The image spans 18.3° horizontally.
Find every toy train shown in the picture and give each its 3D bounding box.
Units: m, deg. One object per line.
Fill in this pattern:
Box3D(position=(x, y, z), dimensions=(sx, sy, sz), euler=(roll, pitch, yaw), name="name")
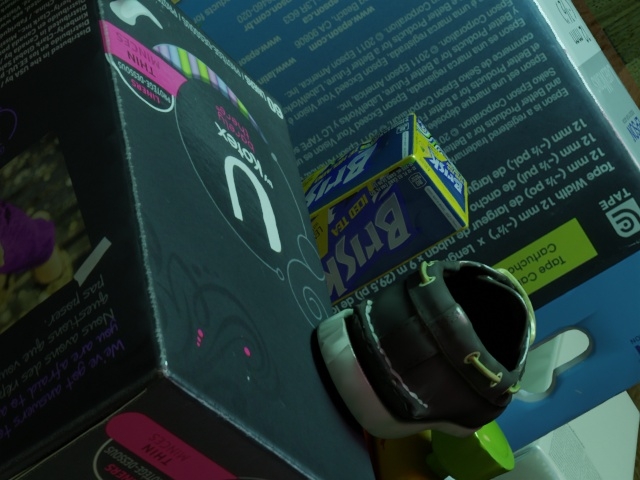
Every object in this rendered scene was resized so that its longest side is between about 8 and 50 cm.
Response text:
Box3D(position=(0.042, 0.138, 1.067), dimensions=(0.105, 0.143, 0.248), euler=(46, 22, -32), name="toy train")

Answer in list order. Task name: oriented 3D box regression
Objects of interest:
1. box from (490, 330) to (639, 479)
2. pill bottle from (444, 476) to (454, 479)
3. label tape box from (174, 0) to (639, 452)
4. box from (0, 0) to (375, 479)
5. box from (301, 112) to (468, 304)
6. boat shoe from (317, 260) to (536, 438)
Box3D(position=(0.155, 0.152, 1.406), dimensions=(0.113, 0.094, 0.275), euler=(56, 19, -7), name="box")
Box3D(position=(0.094, 0.204, 1.186), dimensions=(0.152, 0.086, 0.086), euler=(43, 24, -40), name="pill bottle")
Box3D(position=(0.068, -0.044, 1.247), dimensions=(0.348, 0.249, 0.115), euler=(57, 19, -2), name="label tape box")
Box3D(position=(-0.093, 0.022, 0.907), dimensions=(0.165, 0.143, 0.270), euler=(40, 27, -44), name="box")
Box3D(position=(0.000, 0.000, 1.133), dimensions=(0.059, 0.169, 0.054), euler=(51, 21, -23), name="box")
Box3D(position=(0.070, 0.049, 0.962), dimensions=(0.081, 0.068, 0.228), euler=(62, 17, 8), name="boat shoe")
